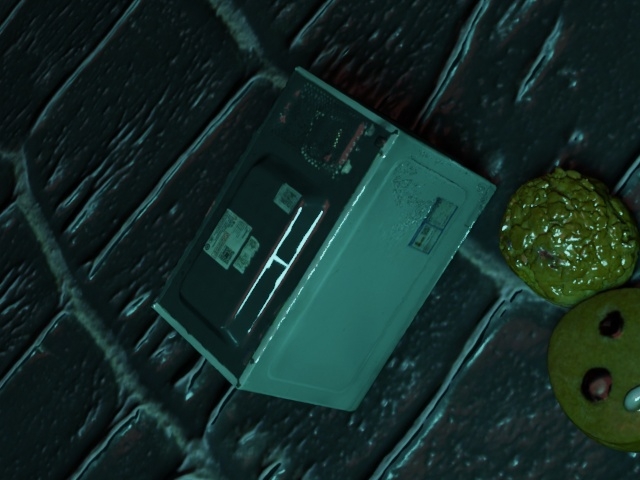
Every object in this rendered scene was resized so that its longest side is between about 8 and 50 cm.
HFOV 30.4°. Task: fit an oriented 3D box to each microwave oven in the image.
[{"bbox_3d":[0.000,0.000,1.233,0.181,0.237,0.295,38,100,38],"label":"microwave oven"}]

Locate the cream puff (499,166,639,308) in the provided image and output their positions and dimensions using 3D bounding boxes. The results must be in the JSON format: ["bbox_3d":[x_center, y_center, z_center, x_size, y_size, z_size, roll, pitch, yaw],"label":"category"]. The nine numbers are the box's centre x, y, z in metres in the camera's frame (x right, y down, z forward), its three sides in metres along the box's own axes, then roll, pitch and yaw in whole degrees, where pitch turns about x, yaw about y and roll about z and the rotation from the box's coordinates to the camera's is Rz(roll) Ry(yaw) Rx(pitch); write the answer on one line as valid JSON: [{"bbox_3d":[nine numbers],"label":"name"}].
[{"bbox_3d":[0.238,-0.005,1.155,0.126,0.103,0.144,-47,53,12],"label":"cream puff"}]

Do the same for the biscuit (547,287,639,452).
[{"bbox_3d":[0.388,0.140,0.999,0.432,0.064,0.283,17,76,33],"label":"biscuit"}]
